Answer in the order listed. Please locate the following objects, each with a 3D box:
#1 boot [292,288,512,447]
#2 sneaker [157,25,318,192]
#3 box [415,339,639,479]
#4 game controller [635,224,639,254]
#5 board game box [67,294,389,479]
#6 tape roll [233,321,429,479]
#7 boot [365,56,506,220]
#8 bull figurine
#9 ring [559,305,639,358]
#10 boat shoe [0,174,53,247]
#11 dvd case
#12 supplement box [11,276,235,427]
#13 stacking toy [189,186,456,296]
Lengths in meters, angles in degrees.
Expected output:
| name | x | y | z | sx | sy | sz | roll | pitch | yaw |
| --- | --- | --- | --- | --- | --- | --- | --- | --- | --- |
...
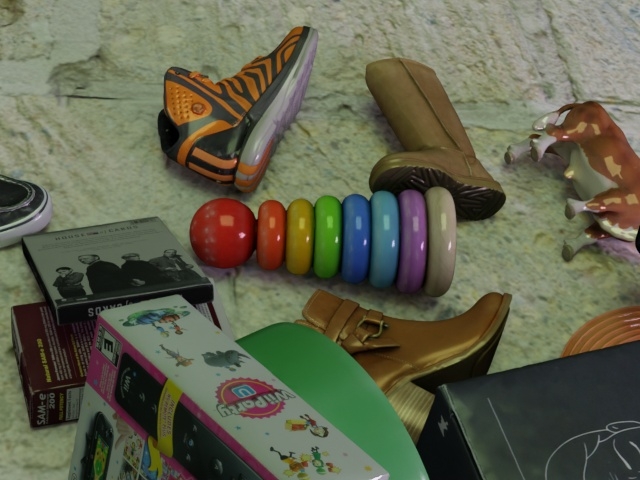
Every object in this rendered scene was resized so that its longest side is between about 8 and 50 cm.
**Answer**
| name | x | y | z | sx | sy | sz | roll | pitch | yaw |
| --- | --- | --- | --- | --- | --- | --- | --- | --- | --- |
| boot | 0.089 | 0.120 | 1.500 | 0.220 | 0.109 | 0.283 | 27 | 55 | 19 |
| sneaker | -0.121 | -0.216 | 1.737 | 0.180 | 0.125 | 0.321 | 21 | 47 | 5 |
| box | 0.332 | 0.280 | 1.285 | 0.395 | 0.212 | 0.294 | -10 | 55 | -16 |
| game controller | 0.498 | 0.065 | 1.497 | 0.067 | 0.166 | 0.319 | -40 | 22 | -4 |
| board game box | -0.097 | 0.221 | 1.101 | 0.097 | 0.224 | 0.303 | -11 | 34 | -43 |
| tape roll | -0.012 | 0.241 | 1.197 | 0.077 | 0.321 | 0.321 | -23 | 56 | -31 |
| boot | 0.119 | -0.151 | 1.735 | 0.236 | 0.089 | 0.270 | 13 | 40 | -40 |
| bull figurine | 0.398 | -0.071 | 1.733 | 0.188 | 0.101 | 0.310 | -13 | 52 | -21 |
| ring | 0.447 | 0.217 | 1.524 | 0.336 | 0.032 | 0.337 | 6 | 46 | -6 |
| boat shoe | -0.482 | -0.060 | 1.526 | 0.301 | 0.102 | 0.108 | 2 | 47 | -10 |
| dvd case | -0.245 | 0.031 | 1.474 | 0.179 | 0.030 | 0.238 | -8 | 22 | -20 |
| supplement box | -0.224 | 0.126 | 1.429 | 0.239 | 0.073 | 0.130 | -7 | 48 | -20 |
| stacking toy | 0.000 | 0.000 | 1.572 | 0.330 | 0.141 | 0.141 | 1 | 47 | -3 |
